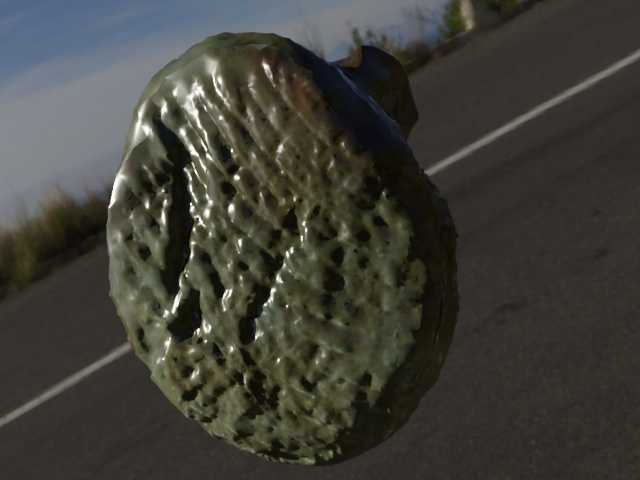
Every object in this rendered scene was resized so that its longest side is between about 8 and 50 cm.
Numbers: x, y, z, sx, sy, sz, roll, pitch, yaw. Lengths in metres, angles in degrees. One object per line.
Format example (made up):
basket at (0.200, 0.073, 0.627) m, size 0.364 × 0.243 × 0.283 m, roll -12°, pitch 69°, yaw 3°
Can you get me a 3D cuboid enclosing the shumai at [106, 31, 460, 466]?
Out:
shumai at (0.000, 0.000, 0.584) m, size 0.222 × 0.271 × 0.204 m, roll 4°, pitch 2°, yaw 23°
